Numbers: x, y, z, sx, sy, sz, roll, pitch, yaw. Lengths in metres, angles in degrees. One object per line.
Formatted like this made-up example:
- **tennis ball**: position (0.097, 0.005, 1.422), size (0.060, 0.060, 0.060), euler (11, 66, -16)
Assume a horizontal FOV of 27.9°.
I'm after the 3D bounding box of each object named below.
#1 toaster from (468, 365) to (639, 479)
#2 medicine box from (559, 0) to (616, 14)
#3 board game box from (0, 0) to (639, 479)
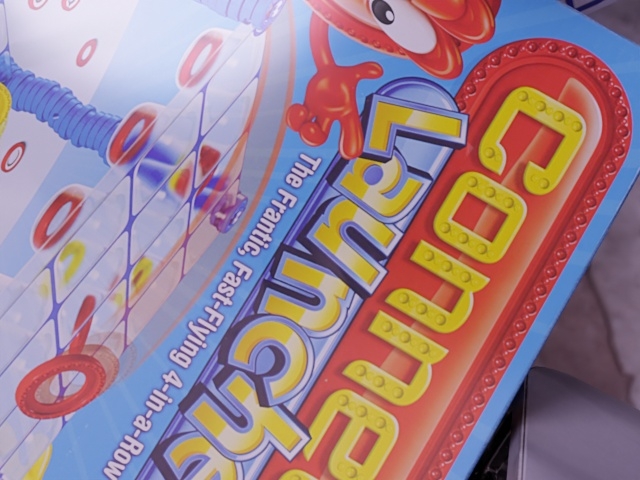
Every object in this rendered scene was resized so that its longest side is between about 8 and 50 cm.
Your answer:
- **toaster**: position (0.074, 0.156, 0.438), size (0.110, 0.186, 0.168), euler (29, 108, 2)
- **medicine box**: position (0.162, -0.268, 0.467), size (0.289, 0.149, 0.263), euler (-22, 58, 8)
- **board game box**: position (-0.078, 0.003, 0.462), size (0.302, 0.086, 0.308), euler (30, 79, 6)
